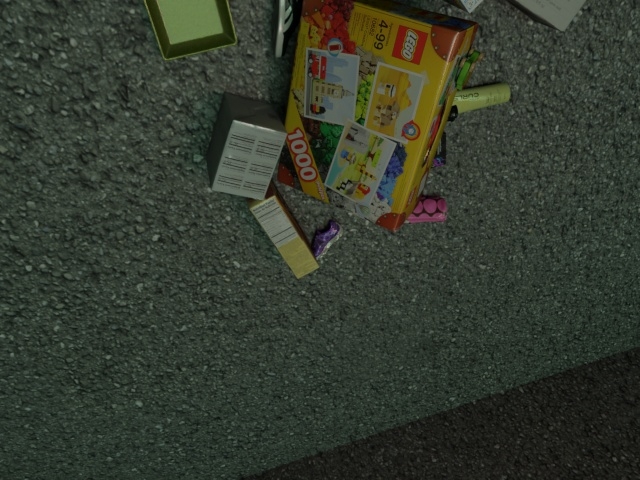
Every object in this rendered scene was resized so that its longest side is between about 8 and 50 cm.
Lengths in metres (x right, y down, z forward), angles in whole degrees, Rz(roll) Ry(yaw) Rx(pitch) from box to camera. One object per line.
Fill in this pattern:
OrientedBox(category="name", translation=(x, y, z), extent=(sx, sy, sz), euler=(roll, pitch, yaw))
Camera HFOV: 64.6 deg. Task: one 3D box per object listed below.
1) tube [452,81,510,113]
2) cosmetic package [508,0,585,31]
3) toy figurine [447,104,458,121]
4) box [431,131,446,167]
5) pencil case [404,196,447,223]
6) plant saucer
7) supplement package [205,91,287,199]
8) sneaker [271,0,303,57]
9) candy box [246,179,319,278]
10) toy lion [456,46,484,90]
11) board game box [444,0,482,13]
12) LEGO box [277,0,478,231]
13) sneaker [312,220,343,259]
OrientedBox(category="tube", translation=(0.454, -0.428, 1.543), extent=(0.240, 0.062, 0.070), euler=(-12, 88, -4))
OrientedBox(category="cosmetic package", translation=(0.635, -0.770, 1.282), extent=(0.217, 0.156, 0.385), euler=(17, 120, -27))
OrientedBox(category="toy figurine", translation=(0.285, -0.429, 1.383), extent=(0.148, 0.210, 0.213), euler=(-4, 127, -7))
OrientedBox(category="box", translation=(0.327, -0.278, 1.628), extent=(0.162, 0.029, 0.116), euler=(-16, 130, -6))
OrientedBox(category="pencil case", translation=(0.333, -0.098, 1.721), extent=(0.209, 0.098, 0.095), euler=(-5, 127, -17))
OrientedBox(category="plant saucer", translation=(-0.310, -0.544, 1.197), extent=(0.188, 0.045, 0.189), euler=(-16, 130, -7))
OrientedBox(category="supplement package", translation=(-0.204, -0.252, 1.356), extent=(0.149, 0.194, 0.203), euler=(10, 122, -24))
OrientedBox(category="sneaker", translation=(-0.053, -0.560, 1.252), extent=(0.121, 0.079, 0.217), euler=(-3, 126, -17))
OrientedBox(category="candy box", translation=(-0.122, -0.053, 1.542), extent=(0.087, 0.183, 0.316), euler=(-29, 130, 3))
OrientedBox(category="toy lion", translation=(0.338, -0.388, 1.169), extent=(0.034, 0.100, 0.096), euler=(30, 139, 12))
OrientedBox(category="board game box", translation=(0.298, -0.660, 1.171), extent=(0.144, 0.275, 0.142), euler=(-43, 127, 15))
OrientedBox(category="LEGO box", translation=(0.120, -0.331, 1.279), extent=(0.372, 0.193, 0.501), euler=(25, 127, 18))
OrientedBox(category="sneaker", translation=(0.000, 0.000, 1.715), extent=(0.071, 0.068, 0.170), euler=(38, 99, -21))
